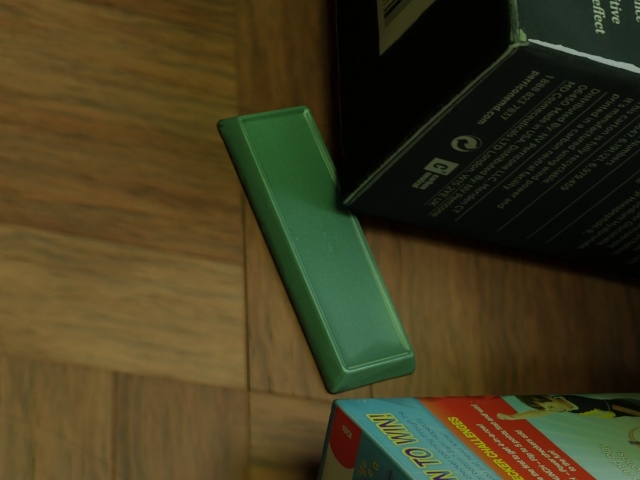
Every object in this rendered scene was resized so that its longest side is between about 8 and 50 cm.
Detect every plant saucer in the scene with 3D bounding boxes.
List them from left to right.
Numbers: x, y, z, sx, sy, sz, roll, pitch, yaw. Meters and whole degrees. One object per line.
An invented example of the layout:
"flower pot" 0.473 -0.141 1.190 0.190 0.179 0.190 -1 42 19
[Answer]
"plant saucer" 0.000 0.000 1.202 0.067 0.018 0.192 -12 71 -33

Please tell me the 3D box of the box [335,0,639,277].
"box" 0.224 -0.151 1.276 0.395 0.212 0.293 13 58 -25

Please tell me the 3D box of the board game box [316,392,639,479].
"board game box" 0.195 0.185 1.049 0.302 0.086 0.308 1 21 -27
